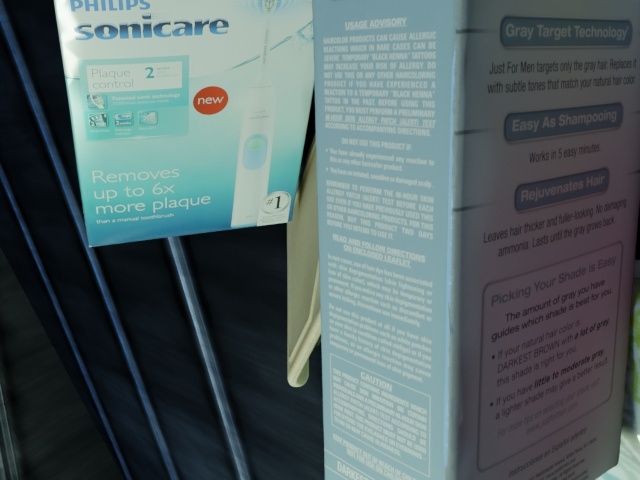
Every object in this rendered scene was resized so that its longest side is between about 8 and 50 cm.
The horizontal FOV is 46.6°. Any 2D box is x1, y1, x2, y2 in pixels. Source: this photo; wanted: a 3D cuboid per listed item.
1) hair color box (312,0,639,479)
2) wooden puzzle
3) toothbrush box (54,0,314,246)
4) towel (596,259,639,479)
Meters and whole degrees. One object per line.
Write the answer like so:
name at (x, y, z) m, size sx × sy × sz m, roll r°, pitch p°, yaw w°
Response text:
hair color box at (0.102, -0.015, 0.463) m, size 0.114 × 0.185 × 0.374 m, roll 15°, pitch 111°, yaw 48°
wooden puzzle at (0.000, 0.000, 0.741) m, size 0.238 × 0.044 × 0.221 m, roll 106°, pitch 166°, yaw -52°
toothbrush box at (-0.126, -0.145, 0.696) m, size 0.295 × 0.216 × 0.126 m, roll 103°, pitch 153°, yaw -47°
towel at (0.180, 0.155, 0.667) m, size 0.374 × 0.090 × 0.320 m, roll 9°, pitch 115°, yaw 49°
